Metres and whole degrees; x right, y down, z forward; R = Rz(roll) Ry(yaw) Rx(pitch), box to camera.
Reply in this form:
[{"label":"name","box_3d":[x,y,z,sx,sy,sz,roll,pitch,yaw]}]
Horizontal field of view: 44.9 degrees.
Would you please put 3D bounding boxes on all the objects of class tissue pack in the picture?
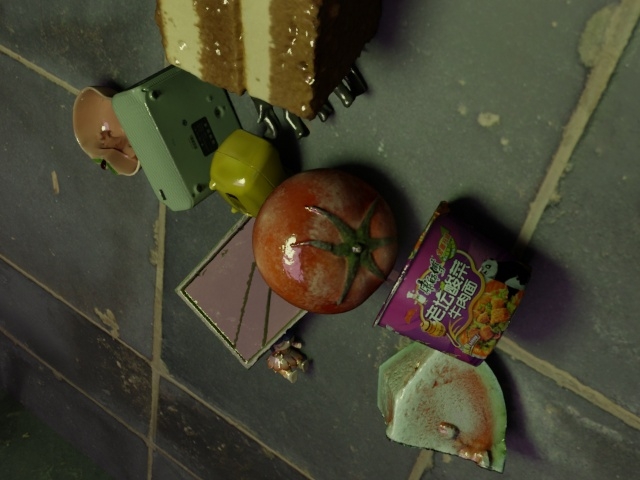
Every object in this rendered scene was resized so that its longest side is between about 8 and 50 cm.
[{"label":"tissue pack","box_3d":[-0.132,-0.117,1.484,0.123,0.127,0.178,23,167,24]}]

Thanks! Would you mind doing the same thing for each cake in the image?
[{"label":"cake","box_3d":[-0.071,-0.379,1.158,0.290,0.256,0.282,22,143,16]}]

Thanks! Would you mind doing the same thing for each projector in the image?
[{"label":"projector","box_3d":[-0.259,-0.212,1.512,0.108,0.198,0.250,-5,117,41]}]

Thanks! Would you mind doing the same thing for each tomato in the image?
[{"label":"tomato","box_3d":[0.000,0.000,1.411,0.265,0.265,0.265,21,131,27]}]

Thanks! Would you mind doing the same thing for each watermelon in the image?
[{"label":"watermelon","box_3d":[0.221,0.310,1.482,0.320,0.213,0.290,35,135,31]}]

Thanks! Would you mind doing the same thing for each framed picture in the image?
[{"label":"framed picture","box_3d":[-0.133,0.088,1.651,0.247,0.022,0.335,46,114,5]}]

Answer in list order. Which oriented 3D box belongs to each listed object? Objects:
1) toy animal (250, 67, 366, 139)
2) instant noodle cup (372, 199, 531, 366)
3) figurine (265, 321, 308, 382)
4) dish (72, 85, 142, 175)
[{"label":"toy animal","box_3d":[-0.034,-0.268,1.368,0.245,0.114,0.146,-34,102,25]},{"label":"instant noodle cup","box_3d":[0.228,0.084,1.312,0.190,0.251,0.251,29,134,7]},{"label":"figurine","box_3d":[-0.099,0.226,1.757,0.102,0.111,0.195,17,130,34]},{"label":"dish","box_3d":[-0.445,-0.251,1.717,0.213,0.090,0.213,19,127,27]}]
